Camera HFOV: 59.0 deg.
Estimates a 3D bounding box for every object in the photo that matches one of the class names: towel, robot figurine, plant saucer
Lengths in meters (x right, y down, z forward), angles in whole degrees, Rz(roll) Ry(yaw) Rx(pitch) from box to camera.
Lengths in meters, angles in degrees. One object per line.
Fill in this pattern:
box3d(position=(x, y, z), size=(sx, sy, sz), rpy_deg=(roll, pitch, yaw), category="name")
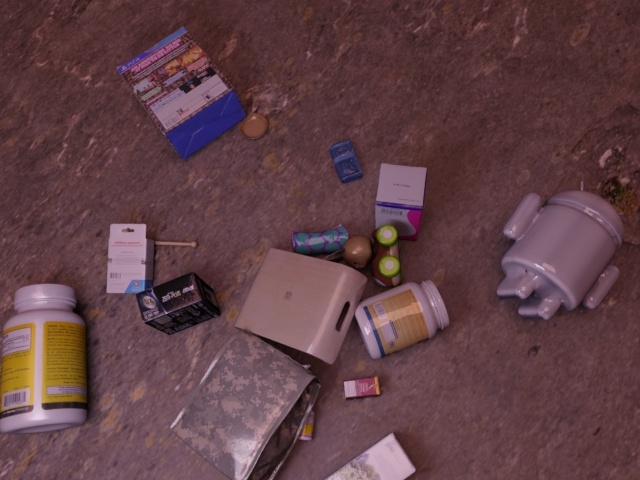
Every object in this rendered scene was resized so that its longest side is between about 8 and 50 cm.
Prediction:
box3d(position=(0.070, -0.219, 1.564), size=(0.067, 0.029, 0.120), rpy_deg=(-18, 70, 0), category="towel")
box3d(position=(0.570, 0.023, 1.335), size=(0.300, 0.200, 0.353), rpy_deg=(43, 78, -6), category="robot figurine")
box3d(position=(-0.193, -0.328, 1.637), size=(0.083, 0.015, 0.084), rpy_deg=(-2, 70, 5), category="plant saucer")

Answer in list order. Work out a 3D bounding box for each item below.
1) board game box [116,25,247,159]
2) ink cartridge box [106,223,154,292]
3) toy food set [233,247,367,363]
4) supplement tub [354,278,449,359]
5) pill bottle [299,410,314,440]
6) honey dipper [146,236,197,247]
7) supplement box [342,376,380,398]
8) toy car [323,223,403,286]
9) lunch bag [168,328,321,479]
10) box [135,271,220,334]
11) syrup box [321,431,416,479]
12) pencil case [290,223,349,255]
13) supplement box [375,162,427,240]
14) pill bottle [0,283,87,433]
box3d(position=(-0.394, -0.422, 1.616), size=(0.232, 0.141, 0.291), rpy_deg=(-35, 67, -7), category="board game box")
box3d(position=(-0.497, 0.049, 1.486), size=(0.104, 0.060, 0.180), rpy_deg=(1, 84, 6), category="ink cartridge box")
box3d(position=(-0.056, 0.152, 1.374), size=(0.306, 0.092, 0.220), rpy_deg=(11, 70, 38), category="toy food set")
box3d(position=(0.189, 0.184, 1.344), size=(0.199, 0.144, 0.145), rpy_deg=(-21, 69, -2), category="supplement tub")
box3d(position=(-0.037, 0.426, 1.333), size=(0.043, 0.043, 0.083), rpy_deg=(4, 70, 7), category="pill bottle")
box3d(position=(-0.413, 0.009, 1.531), size=(0.160, 0.030, 0.031), rpy_deg=(4, 70, 4), category="honey dipper")
box3d(position=(0.098, 0.351, 1.341), size=(0.083, 0.055, 0.043), rpy_deg=(-8, 69, 4), category="supplement box")
box3d(position=(0.105, 0.044, 1.399), size=(0.188, 0.155, 0.149), rpy_deg=(-5, 75, 10), category="toy car")
box3d(position=(-0.156, 0.373, 1.282), size=(0.235, 0.169, 0.287), rpy_deg=(26, 76, 28), category="lunch bag")
box3d(position=(-0.344, 0.158, 1.388), size=(0.147, 0.180, 0.078), rpy_deg=(-22, 71, -1), category="box")
box3d(position=(0.089, 0.532, 1.254), size=(0.236, 0.096, 0.093), rpy_deg=(-33, 72, -7), category="syrup box")
box3d(position=(0.000, 0.000, 1.472), size=(0.151, 0.064, 0.070), rpy_deg=(-8, 89, 2), category="pencil case")
box3d(position=(0.197, -0.090, 1.404), size=(0.111, 0.220, 0.114), rpy_deg=(7, 70, 8), category="supplement box")
box3d(position=(-0.668, 0.284, 1.371), size=(0.187, 0.188, 0.334), rpy_deg=(-10, 69, 2), category="pill bottle")
